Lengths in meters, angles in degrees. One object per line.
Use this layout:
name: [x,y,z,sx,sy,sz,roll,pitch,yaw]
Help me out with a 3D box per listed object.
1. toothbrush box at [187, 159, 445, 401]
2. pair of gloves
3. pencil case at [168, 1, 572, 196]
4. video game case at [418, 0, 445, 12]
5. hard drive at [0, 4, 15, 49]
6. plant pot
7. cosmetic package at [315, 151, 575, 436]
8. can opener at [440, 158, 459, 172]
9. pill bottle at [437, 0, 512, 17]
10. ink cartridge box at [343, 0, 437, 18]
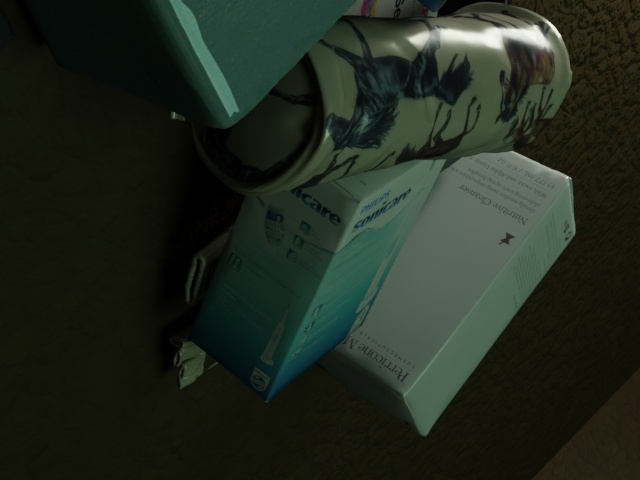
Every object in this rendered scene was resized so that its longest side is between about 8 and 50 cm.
toothbrush box: [0.000,0.000,1.384,0.216,0.126,0.295,-34,156,-50]
pair of gloves: [-0.107,0.055,1.493,0.204,0.042,0.240,-40,153,-41]
pencil case: [0.059,-0.144,1.187,0.410,0.183,0.160,-13,101,-47]
video game case: [0.077,-0.389,1.147,0.244,0.269,0.061,-53,-177,-12]
hard drive: [-0.303,-0.184,0.987,0.094,0.022,0.135,-47,149,-20]
plant pot: [-0.120,-0.283,0.972,0.247,0.248,0.252,-48,135,-19]
cosmetic package: [0.160,0.049,1.735,0.385,0.217,0.156,-51,151,-18]
can opener: [0.091,-0.101,1.625,0.283,0.076,0.095,-35,144,-38]
pill bottle: [0.192,-0.365,1.451,0.123,0.122,0.219,69,39,-55]
ink cartridge box: [0.005,-0.262,1.295,0.278,0.117,0.201,-31,141,-39]
